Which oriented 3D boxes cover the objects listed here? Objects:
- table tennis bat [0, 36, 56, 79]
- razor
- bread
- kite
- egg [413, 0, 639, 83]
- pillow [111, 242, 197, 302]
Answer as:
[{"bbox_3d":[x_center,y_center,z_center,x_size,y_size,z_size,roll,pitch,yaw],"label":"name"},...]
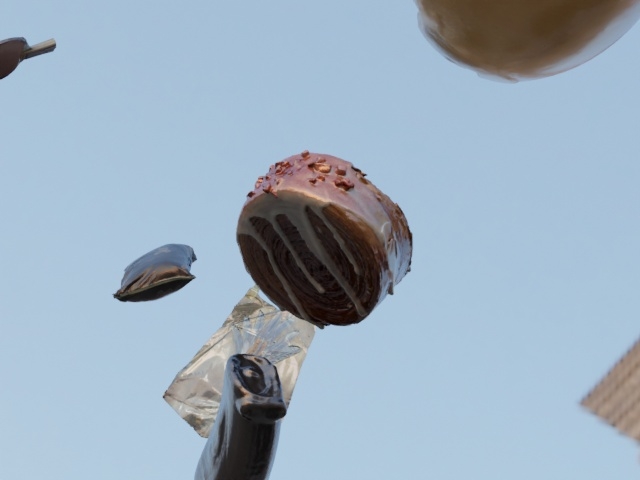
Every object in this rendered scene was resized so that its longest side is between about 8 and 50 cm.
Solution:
[{"bbox_3d":[-0.246,-0.146,1.363,0.007,0.083,0.050,51,-42,17],"label":"table tennis bat"},{"bbox_3d":[-0.070,0.175,1.512,0.054,0.090,0.148,5,-62,-22],"label":"razor"},{"bbox_3d":[0.000,0.000,1.527,0.160,0.073,0.160,22,-45,23],"label":"bread"},{"bbox_3d":[-0.051,0.074,1.826,0.169,0.310,0.015,13,-23,42],"label":"kite"},{"bbox_3d":[0.159,-0.228,1.221,0.201,0.201,0.244,36,-33,-9],"label":"egg"},{"bbox_3d":[-0.186,0.037,1.961,0.090,0.150,0.048,-30,-80,4],"label":"pillow"}]
